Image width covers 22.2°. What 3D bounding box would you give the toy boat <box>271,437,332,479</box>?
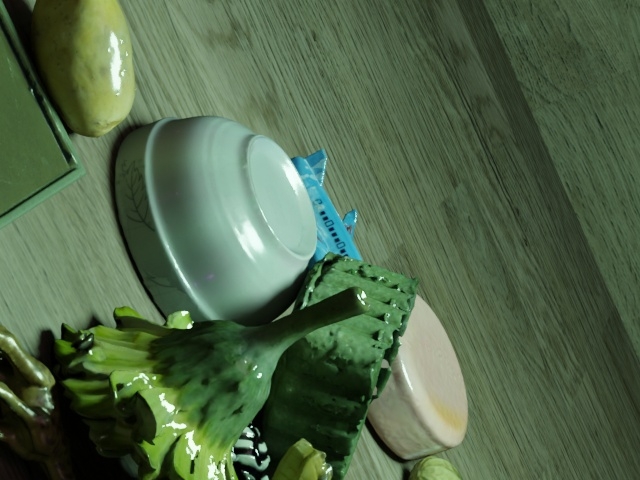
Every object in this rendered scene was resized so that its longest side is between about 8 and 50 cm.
[{"bbox_3d":[0.026,0.346,1.787,0.089,0.121,0.321,31,-33,50],"label":"toy boat"}]

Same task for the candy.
[{"bbox_3d":[0.121,0.183,2.310,0.255,0.094,0.255,51,27,-38],"label":"candy"}]

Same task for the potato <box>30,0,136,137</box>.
[{"bbox_3d":[-0.255,-0.198,1.758,0.109,0.118,0.178,-20,103,-35],"label":"potato"}]

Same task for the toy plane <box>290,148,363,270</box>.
[{"bbox_3d":[0.000,0.000,2.183,0.254,0.105,0.271,17,55,-63],"label":"toy plane"}]

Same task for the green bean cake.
[{"bbox_3d":[0.011,0.165,1.887,0.241,0.132,0.255,-66,174,-61],"label":"green bean cake"}]

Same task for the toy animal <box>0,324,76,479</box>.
[{"bbox_3d":[-0.257,0.186,1.457,0.275,0.054,0.149,58,26,-28],"label":"toy animal"}]

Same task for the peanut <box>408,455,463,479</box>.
[{"bbox_3d":[0.175,0.392,2.250,0.093,0.083,0.194,48,24,-71],"label":"peanut"}]

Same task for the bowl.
[{"bbox_3d":[-0.103,-0.025,1.907,0.287,0.143,0.287,49,29,-40],"label":"bowl"}]

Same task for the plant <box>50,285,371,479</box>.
[{"bbox_3d":[-0.128,0.132,1.553,0.261,0.297,0.306,14,39,-30],"label":"plant"}]

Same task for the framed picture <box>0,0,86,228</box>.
[{"bbox_3d":[-0.358,-0.181,1.608,0.335,0.022,0.247,64,22,-10],"label":"framed picture"}]

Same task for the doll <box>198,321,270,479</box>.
[{"bbox_3d":[-0.107,0.192,1.781,0.091,0.067,0.219,17,49,-59],"label":"doll"}]
